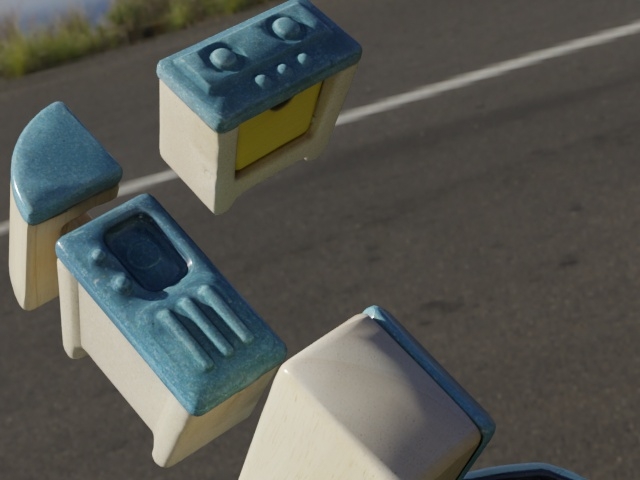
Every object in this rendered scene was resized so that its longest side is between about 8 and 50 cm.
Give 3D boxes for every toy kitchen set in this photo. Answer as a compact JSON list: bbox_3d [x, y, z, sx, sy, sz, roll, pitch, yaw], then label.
[{"bbox_3d":[0.000,0.000,0.435,0.166,0.207,0.122,-32,-23,-32],"label":"toy kitchen set"}]

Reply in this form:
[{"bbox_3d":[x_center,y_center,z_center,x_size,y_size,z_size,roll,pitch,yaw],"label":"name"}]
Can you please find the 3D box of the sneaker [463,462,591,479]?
[{"bbox_3d":[0.146,0.149,0.425,0.255,0.151,0.094,5,60,19],"label":"sneaker"}]
